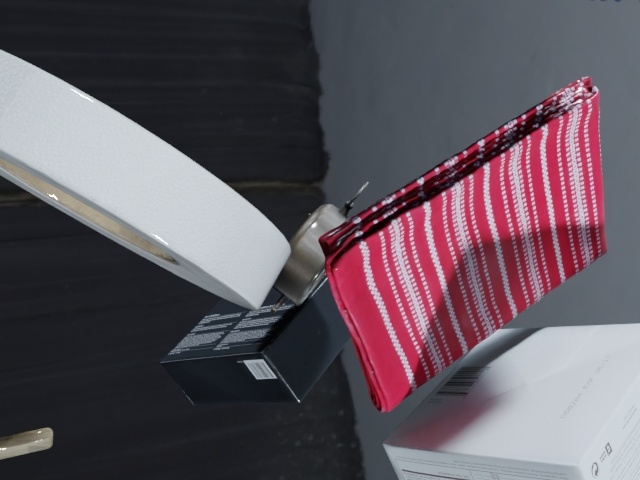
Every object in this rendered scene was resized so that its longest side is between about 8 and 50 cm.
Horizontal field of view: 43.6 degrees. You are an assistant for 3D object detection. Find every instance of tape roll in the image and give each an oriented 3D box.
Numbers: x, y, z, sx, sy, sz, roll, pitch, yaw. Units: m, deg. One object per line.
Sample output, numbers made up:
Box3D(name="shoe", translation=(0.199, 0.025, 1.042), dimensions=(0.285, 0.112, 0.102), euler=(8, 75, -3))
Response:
Box3D(name="tape roll", translation=(-0.211, -0.055, 0.767), dimensions=(0.392, 0.392, 0.072), euler=(14, 72, 58))

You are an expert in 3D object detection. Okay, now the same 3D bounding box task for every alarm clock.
Box3D(name="alarm clock", translation=(0.000, 0.000, 1.001), dimensions=(0.064, 0.129, 0.192), euler=(40, 106, 3))

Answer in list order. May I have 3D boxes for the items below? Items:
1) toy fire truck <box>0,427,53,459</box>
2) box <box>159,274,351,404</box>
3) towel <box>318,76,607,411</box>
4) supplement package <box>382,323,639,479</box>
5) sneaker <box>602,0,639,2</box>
Box3D(name="toy fire truck", translation=(-0.393, 0.259, 0.812), dimensions=(0.158, 0.246, 0.217), euler=(41, 144, -15))
Box3D(name="box", translation=(-0.090, 0.151, 1.208), dimensions=(0.261, 0.184, 0.103), euler=(-13, 119, 47))
Box3D(name="towel", translation=(0.133, 0.010, 0.661), dimensions=(0.031, 0.275, 0.199), euler=(41, 157, 47))
Box3D(name="supplement package", translation=(0.228, 0.238, 0.712), dimensions=(0.198, 0.199, 0.262), euler=(-10, 109, 48))
Box3D(name="sneaker", translation=(0.305, -0.294, 0.845), dimensions=(0.148, 0.131, 0.350), euler=(-32, 37, 17))
